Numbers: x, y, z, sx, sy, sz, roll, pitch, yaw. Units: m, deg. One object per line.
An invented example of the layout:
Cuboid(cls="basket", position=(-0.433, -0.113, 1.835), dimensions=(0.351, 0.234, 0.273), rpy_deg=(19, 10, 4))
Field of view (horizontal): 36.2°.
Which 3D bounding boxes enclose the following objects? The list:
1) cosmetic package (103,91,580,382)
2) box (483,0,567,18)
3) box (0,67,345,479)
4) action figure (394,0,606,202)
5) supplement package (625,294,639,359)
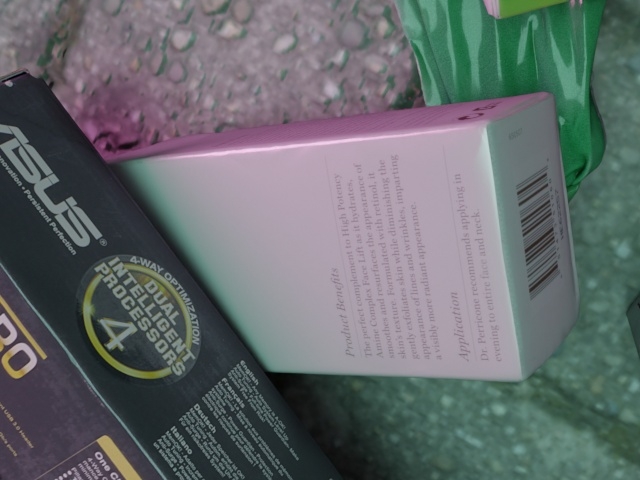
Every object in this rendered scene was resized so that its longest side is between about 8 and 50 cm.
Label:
Cuboid(cls="cosmetic package", position=(0.000, 0.000, 0.486), dimensions=(0.231, 0.085, 0.117), rpy_deg=(-1, 106, 33))
Cuboid(cls="box", position=(0.198, -0.221, 0.334), dimensions=(0.322, 0.058, 0.232), rpy_deg=(-15, 139, 2))
Cuboid(cls="box", position=(-0.141, 0.157, 0.533), dimensions=(0.318, 0.097, 0.395), rpy_deg=(-35, 94, 40))
Cuboid(cls="action figure", position=(0.090, -0.105, 0.481), dimensions=(0.137, 0.063, 0.232), rpy_deg=(-10, 101, 13))
Cuboid(cls="supplement package", position=(0.300, 0.013, 0.421), dimensions=(0.204, 0.145, 0.262), rpy_deg=(35, 108, 2))
